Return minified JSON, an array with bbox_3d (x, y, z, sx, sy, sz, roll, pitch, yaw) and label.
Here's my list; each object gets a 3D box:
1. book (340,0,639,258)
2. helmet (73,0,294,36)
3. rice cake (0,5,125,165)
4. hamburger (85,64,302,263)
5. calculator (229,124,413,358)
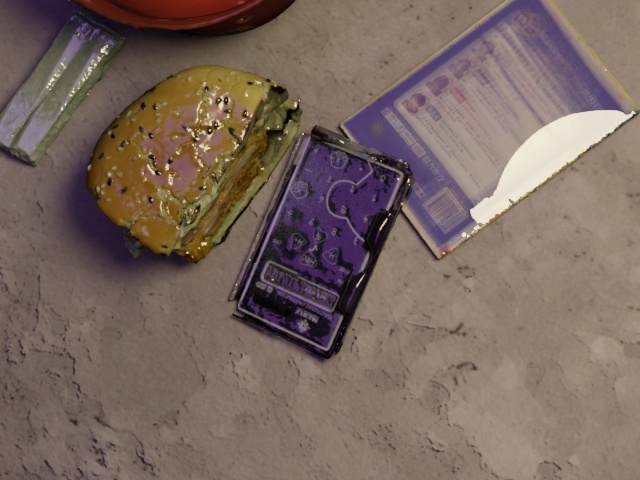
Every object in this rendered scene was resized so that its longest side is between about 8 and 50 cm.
[{"bbox_3d":[0.217,-0.158,1.452,0.322,0.018,0.228,-35,81,3],"label":"book"},{"bbox_3d":[-0.149,-0.397,1.423,0.384,0.230,0.338,-1,82,16],"label":"helmet"},{"bbox_3d":[-0.362,-0.207,1.526,0.085,0.040,0.226,35,89,9],"label":"rice cake"},{"bbox_3d":[-0.172,-0.108,1.424,0.192,0.167,0.288,33,89,8],"label":"hamburger"},{"bbox_3d":[0.000,0.000,1.451,0.165,0.028,0.274,23,91,13],"label":"calculator"}]
